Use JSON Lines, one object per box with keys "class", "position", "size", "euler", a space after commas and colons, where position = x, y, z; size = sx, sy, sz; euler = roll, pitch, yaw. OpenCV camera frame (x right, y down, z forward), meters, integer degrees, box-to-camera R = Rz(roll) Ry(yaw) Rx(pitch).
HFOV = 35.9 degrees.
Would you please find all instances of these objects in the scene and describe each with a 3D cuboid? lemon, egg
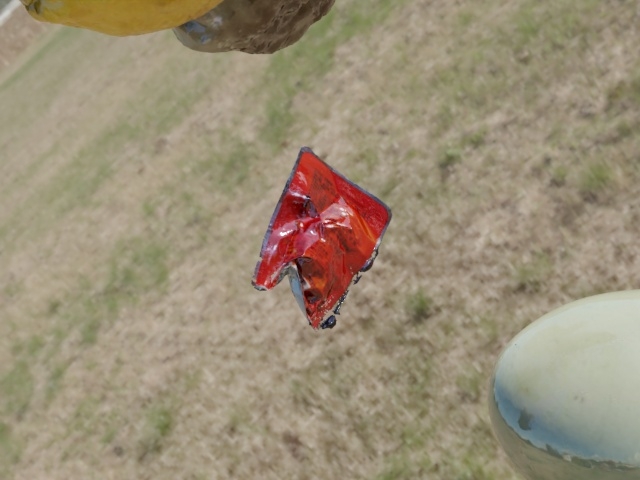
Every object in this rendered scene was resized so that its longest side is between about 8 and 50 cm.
{"class": "lemon", "position": [-0.098, -0.167, 0.529], "size": [0.155, 0.114, 0.114], "euler": [-36, 19, -19]}
{"class": "egg", "position": [0.241, 0.127, 0.696], "size": [0.188, 0.253, 0.189], "euler": [-163, 90, -82]}

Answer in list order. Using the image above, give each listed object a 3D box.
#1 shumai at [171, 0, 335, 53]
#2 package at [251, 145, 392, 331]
{"class": "shumai", "position": [-0.010, -0.315, 0.846], "size": [0.262, 0.267, 0.314], "euler": [-15, 47, 41]}
{"class": "package", "position": [0.000, 0.000, 1.519], "size": [0.071, 0.194, 0.269], "euler": [-13, 40, 53]}
